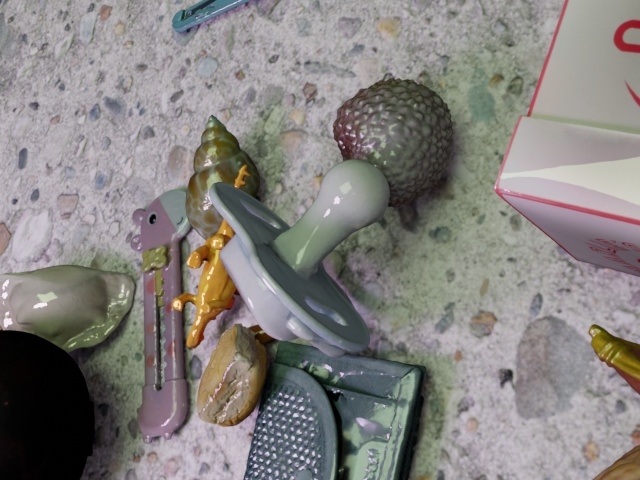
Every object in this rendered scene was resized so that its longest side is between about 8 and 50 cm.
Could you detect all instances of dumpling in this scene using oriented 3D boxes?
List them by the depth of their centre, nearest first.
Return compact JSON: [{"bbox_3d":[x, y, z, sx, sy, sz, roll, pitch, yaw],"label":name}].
[{"bbox_3d":[-0.412,0.114,1.374,0.229,0.124,0.151,-5,84,4],"label":"dumpling"}]

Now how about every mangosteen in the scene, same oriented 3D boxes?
[{"bbox_3d":[-0.484,0.266,1.245,0.297,0.313,0.297,-43,30,33],"label":"mangosteen"}]

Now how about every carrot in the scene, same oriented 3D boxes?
[{"bbox_3d":[-0.069,0.126,1.219,0.142,0.035,0.035,-26,62,14],"label":"carrot"}]

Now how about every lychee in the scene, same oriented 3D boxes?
[{"bbox_3d":[0.085,-0.124,1.132,0.197,0.165,0.165,-29,59,-4],"label":"lychee"}]

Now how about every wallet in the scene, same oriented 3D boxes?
[{"bbox_3d":[-0.005,0.308,1.097,0.237,0.075,0.342,5,77,35],"label":"wallet"}]

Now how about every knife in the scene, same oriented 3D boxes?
[{"bbox_3d":[-0.245,0.107,1.324,0.132,0.038,0.398,-17,66,28],"label":"knife"}]

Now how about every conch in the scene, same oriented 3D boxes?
[{"bbox_3d":[-0.153,-0.078,1.297,0.173,0.106,0.116,-55,36,20],"label":"conch"}]

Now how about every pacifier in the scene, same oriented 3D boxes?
[{"bbox_3d":[0.000,0.000,1.069,0.233,0.244,0.299,-48,48,15],"label":"pacifier"}]

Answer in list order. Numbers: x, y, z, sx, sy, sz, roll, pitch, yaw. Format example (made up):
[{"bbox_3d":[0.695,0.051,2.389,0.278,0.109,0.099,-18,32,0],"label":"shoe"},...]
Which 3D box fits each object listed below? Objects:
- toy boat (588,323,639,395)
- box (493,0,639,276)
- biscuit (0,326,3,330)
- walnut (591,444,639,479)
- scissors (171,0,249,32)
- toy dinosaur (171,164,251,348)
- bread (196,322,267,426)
[{"bbox_3d":[0.427,0.144,0.857,0.318,0.141,0.099,3,92,35],"label":"toy boat"},{"bbox_3d":[0.401,-0.109,0.845,0.312,0.314,0.300,18,86,34],"label":"box"},{"bbox_3d":[-0.573,0.207,1.483,0.212,0.036,0.212,-10,69,29],"label":"biscuit"},{"bbox_3d":[0.365,0.280,0.816,0.213,0.213,0.213,-10,69,27],"label":"walnut"},{"bbox_3d":[-0.091,-0.440,1.420,0.393,0.032,0.180,-19,64,24],"label":"scissors"},{"bbox_3d":[-0.137,0.025,1.243,0.070,0.117,0.288,22,101,21],"label":"toy dinosaur"},{"bbox_3d":[-0.115,0.191,1.171,0.125,0.082,0.106,-60,20,15],"label":"bread"}]
